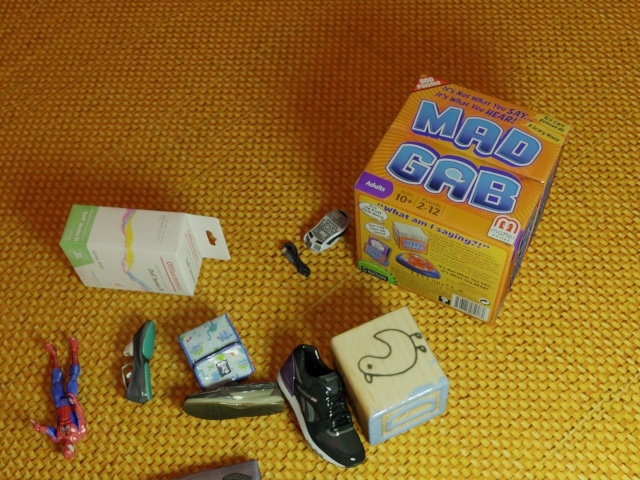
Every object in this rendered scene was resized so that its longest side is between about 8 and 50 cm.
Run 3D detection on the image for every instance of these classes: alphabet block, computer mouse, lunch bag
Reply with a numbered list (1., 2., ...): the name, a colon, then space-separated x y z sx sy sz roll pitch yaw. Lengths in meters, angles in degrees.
1. alphabet block: 0.146 0.291 1.742 0.192 0.193 0.197 -23 60 -11
2. computer mouse: 0.000 0.000 2.019 0.193 0.042 0.106 -39 59 -12
3. lunch bag: -0.238 0.262 1.852 0.129 0.096 0.151 -25 77 -13

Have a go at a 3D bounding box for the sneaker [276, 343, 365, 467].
1. sneaker: 0.009 0.348 1.736 0.107 0.124 0.283 -14 55 -40

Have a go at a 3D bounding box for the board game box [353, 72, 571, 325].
1. board game box: 0.314 -0.091 1.862 0.357 0.356 0.356 23 63 17

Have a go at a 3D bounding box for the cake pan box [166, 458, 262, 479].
1. cake pan box: -0.242 0.546 1.608 0.267 0.246 0.070 -13 103 -5

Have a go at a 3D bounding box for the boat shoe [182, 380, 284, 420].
1. boat shoe: -0.192 0.349 1.803 0.224 0.080 0.073 -1 50 -4

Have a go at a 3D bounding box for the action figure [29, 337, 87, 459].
1. action figure: -0.579 0.341 1.806 0.091 0.139 0.280 -14 61 -3

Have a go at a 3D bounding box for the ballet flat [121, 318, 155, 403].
1. ballet flat: -0.421 0.276 1.868 0.074 0.074 0.203 -5 61 2

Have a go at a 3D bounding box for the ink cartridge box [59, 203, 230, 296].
1. ink cartridge box: -0.408 0.029 1.934 0.354 0.207 0.119 4 58 8
